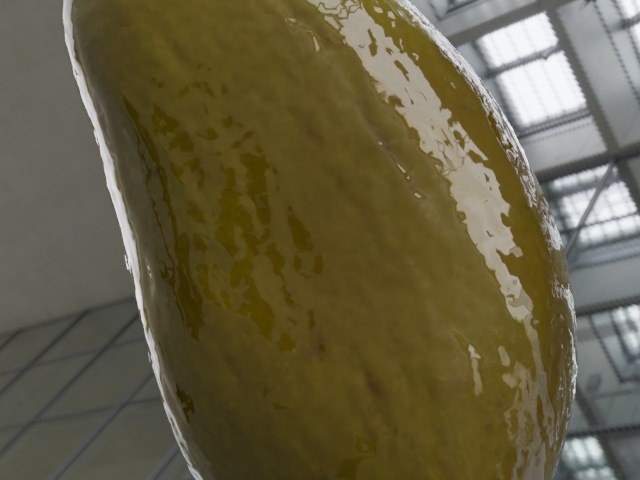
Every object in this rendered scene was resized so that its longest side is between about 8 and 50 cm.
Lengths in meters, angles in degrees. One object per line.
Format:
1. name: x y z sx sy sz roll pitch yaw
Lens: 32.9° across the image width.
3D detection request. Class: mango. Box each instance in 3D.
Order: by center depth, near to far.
1. mango: 0.009 0.000 0.498 0.195 0.142 0.332 -16 -89 -5
